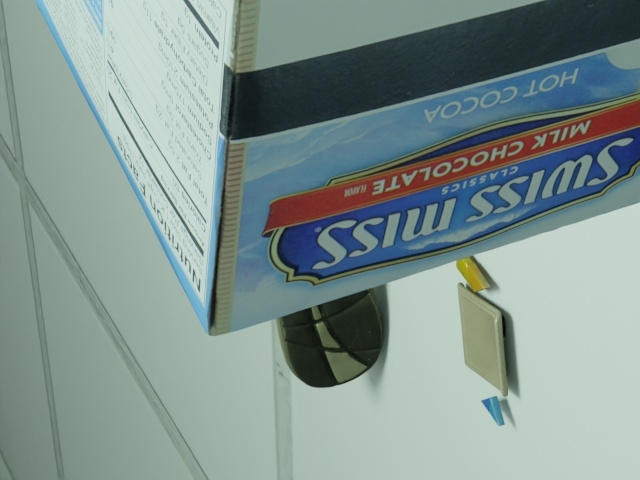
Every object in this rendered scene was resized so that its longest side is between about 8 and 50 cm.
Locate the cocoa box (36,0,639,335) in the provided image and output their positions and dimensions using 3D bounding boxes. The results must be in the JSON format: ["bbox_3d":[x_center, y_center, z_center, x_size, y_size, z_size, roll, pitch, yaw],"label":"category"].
[{"bbox_3d":[0.068,-0.150,0.795,0.228,0.347,0.231,98,149,-50],"label":"cocoa box"}]

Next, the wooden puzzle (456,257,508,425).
[{"bbox_3d":[0.121,0.071,1.322,0.078,0.014,0.116,-129,30,-56],"label":"wooden puzzle"}]

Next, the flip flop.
[{"bbox_3d":[0.000,0.000,1.483,0.080,0.112,0.277,-107,8,-51],"label":"flip flop"}]
